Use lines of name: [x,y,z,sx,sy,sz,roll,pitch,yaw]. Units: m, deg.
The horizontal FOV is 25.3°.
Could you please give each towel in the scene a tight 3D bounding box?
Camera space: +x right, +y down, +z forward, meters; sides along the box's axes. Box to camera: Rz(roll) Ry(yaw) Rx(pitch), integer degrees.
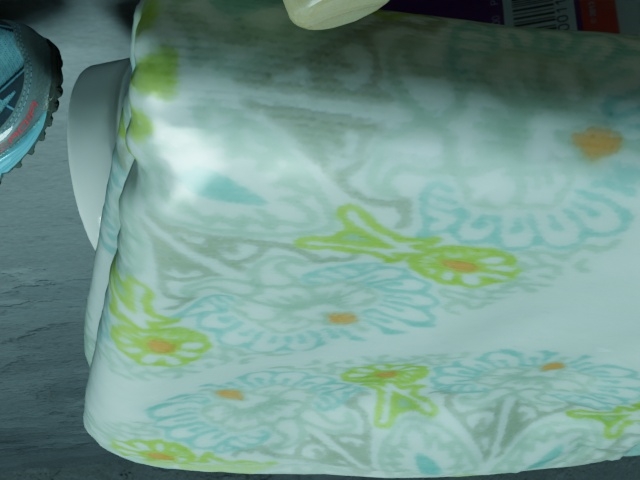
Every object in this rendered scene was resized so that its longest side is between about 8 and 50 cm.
towel: [0.061,0.025,0.638,0.320,0.090,0.374,2,155,-12]

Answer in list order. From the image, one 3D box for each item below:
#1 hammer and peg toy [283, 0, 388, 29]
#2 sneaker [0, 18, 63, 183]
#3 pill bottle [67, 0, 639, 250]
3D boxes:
hammer and peg toy: [0.069,-0.158,0.418,0.266,0.127,0.361,-19,171,-9]
sneaker: [-0.273,-0.076,0.776,0.262,0.104,0.125,-8,162,11]
pill bottle: [0.037,-0.061,0.773,0.323,0.181,0.181,-8,164,13]
